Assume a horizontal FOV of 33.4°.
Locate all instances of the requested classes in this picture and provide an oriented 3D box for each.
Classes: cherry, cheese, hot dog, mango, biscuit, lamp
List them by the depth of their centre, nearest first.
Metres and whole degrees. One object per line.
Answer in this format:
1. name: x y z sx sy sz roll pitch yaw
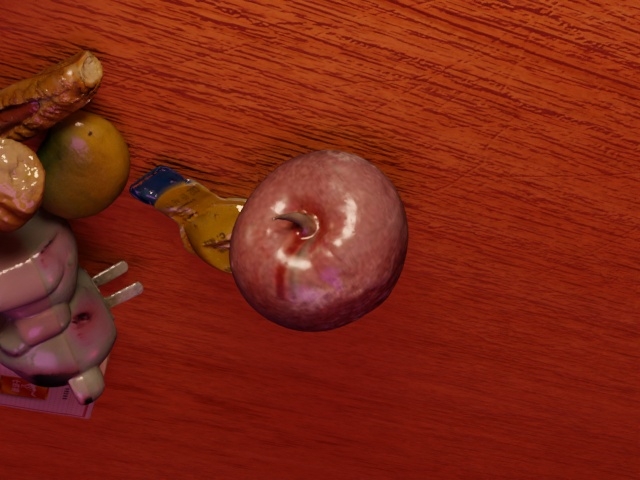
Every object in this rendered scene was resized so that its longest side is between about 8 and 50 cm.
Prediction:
1. biscuit: -0.471 -0.094 1.248 0.274 0.091 0.213 29 143 -33
2. hot dog: -0.371 -0.151 1.286 0.289 0.083 0.068 -20 109 34
3. cherry: 0.000 0.000 1.365 0.236 0.213 0.285 -29 155 16
4. mango: -0.307 -0.092 1.371 0.122 0.086 0.191 20 145 -20
5. cheese: -0.138 -0.021 1.484 0.270 0.069 0.177 32 137 -33
6. lamp: -0.391 0.071 1.557 0.247 0.247 0.301 -31 140 -21

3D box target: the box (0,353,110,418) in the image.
1. box: -0.547 0.213 1.866 0.330 0.095 0.210 12 147 -12
